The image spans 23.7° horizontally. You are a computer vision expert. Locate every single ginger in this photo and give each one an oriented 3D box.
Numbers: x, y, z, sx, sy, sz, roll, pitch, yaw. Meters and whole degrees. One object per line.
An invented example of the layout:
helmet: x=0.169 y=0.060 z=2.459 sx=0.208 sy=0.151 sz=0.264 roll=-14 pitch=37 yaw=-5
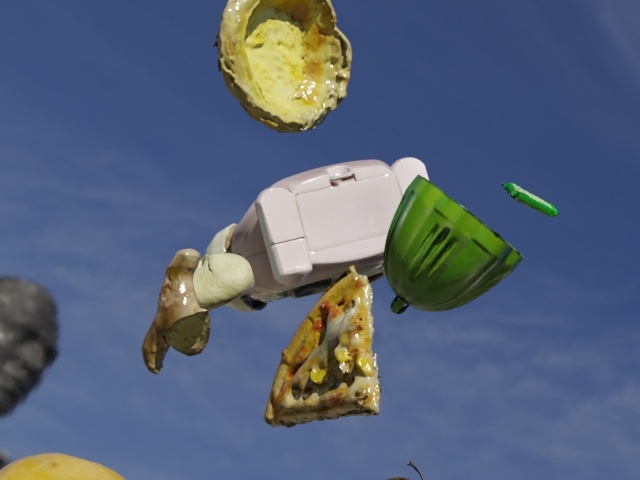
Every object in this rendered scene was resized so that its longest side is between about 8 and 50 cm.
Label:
ginger: x=-0.103 y=0.054 z=1.125 sx=0.048 sy=0.097 sz=0.030 roll=18 pitch=-1 yaw=23

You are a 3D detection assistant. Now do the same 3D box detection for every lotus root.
lotus root: x=0.148 y=0.029 z=2.007 sx=0.186 sy=0.186 sz=0.186 roll=20 pitch=-32 yaw=13

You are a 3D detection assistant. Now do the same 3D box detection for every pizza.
pizza: x=0.006 y=0.135 z=1.506 sx=0.036 sy=0.176 sz=0.185 roll=25 pitch=-70 yaw=-29

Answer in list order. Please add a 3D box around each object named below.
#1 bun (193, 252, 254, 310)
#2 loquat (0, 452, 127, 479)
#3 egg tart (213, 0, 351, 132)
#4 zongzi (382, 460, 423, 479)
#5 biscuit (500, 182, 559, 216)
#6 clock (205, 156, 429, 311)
bun: x=-0.110 y=0.042 z=1.556 sx=0.086 sy=0.086 sz=0.055 roll=-28 pitch=-90 yaw=54
loquat: x=-0.289 y=0.361 z=1.723 sx=0.244 sy=0.244 sz=0.244 roll=20 pitch=-32 yaw=13
egg tart: x=-0.055 y=-0.227 z=1.860 sx=0.090 sy=0.213 sz=0.212 roll=-10 pitch=-47 yaw=44
zongzi: x=-0.009 y=0.249 z=1.440 sx=0.184 sy=0.187 sz=0.084 roll=45 pitch=-15 yaw=17
biscuit: x=0.301 y=-0.058 z=2.196 sx=0.089 sy=0.016 sz=0.046 roll=26 pitch=16 yaw=-18
clock: x=0.000 y=0.000 z=2.418 sx=0.342 sy=0.184 sz=0.326 roll=-8 pitch=-13 yaw=-20
